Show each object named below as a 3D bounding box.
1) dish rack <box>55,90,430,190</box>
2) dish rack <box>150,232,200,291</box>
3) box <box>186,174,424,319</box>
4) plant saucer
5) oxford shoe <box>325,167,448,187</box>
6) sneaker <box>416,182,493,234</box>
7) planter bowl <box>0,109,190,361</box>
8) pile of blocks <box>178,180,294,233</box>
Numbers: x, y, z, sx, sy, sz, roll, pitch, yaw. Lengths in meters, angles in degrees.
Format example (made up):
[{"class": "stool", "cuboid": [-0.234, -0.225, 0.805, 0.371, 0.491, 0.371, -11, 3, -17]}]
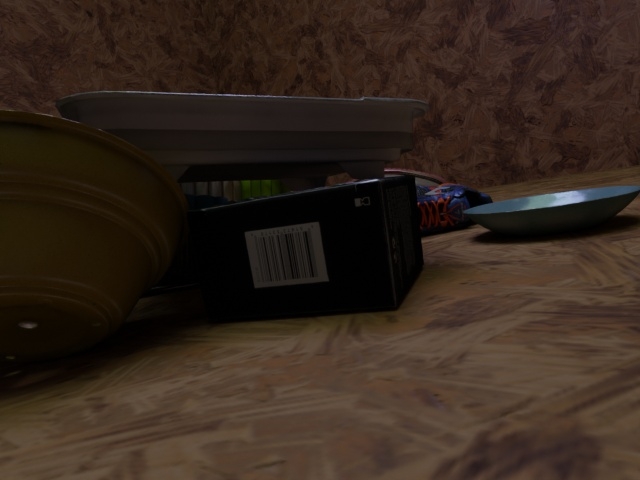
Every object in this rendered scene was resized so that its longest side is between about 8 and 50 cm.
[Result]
[{"class": "dish rack", "cuboid": [-0.083, -0.091, 0.516, 0.332, 0.072, 0.285, -4, 5, -21]}, {"class": "dish rack", "cuboid": [-0.228, 0.017, 0.486, 0.208, 0.074, 0.271, -11, -7, -7]}, {"class": "box", "cuboid": [0.000, 0.000, 0.416, 0.156, 0.093, 0.158, -7, 7, 20]}, {"class": "plant saucer", "cuboid": [0.274, -0.032, 0.575, 0.195, 0.037, 0.195, -10, 4, 1]}, {"class": "oxford shoe", "cuboid": [0.061, -0.042, 0.860, 0.348, 0.123, 0.130, -7, 32, 15]}, {"class": "sneaker", "cuboid": [0.184, -0.051, 0.737, 0.221, 0.083, 0.087, -17, 17, -35]}, {"class": "planter bowl", "cuboid": [-0.198, 0.024, 0.331, 0.217, 0.090, 0.217, -11, -33, -7]}, {"class": "pile of blocks", "cuboid": [-0.148, -0.067, 0.668, 0.362, 0.113, 0.149, 0, -6, -29]}]
